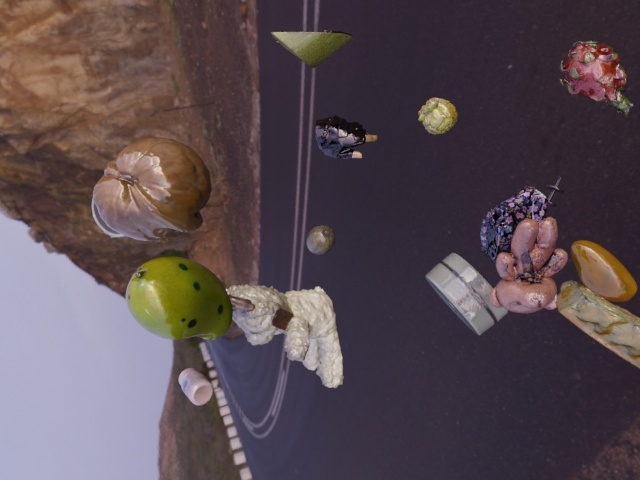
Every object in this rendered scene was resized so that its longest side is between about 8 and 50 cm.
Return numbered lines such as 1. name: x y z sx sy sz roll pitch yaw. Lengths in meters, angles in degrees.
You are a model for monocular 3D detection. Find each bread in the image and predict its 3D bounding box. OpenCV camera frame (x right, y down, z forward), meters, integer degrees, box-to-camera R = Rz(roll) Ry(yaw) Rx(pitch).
1. bread: 0.521 0.156 0.779 0.087 0.232 0.128 -63 -10 13

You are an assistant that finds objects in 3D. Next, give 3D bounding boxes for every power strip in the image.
1. power strip: 0.606 0.218 1.931 0.357 0.161 0.357 49 -177 -3

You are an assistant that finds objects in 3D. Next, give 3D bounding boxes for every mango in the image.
1. mango: 0.922 0.103 1.516 0.253 0.113 0.138 48 149 2
2. mango: -0.289 0.134 0.994 0.293 0.143 0.175 44 -131 -57

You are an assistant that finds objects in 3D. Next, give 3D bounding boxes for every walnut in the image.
1. walnut: -0.437 -0.132 1.243 0.285 0.296 0.285 38 -174 -4

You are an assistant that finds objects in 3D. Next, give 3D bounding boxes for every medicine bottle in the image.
1. medicine bottle: -0.267 0.309 0.976 0.089 0.052 0.052 16 120 53

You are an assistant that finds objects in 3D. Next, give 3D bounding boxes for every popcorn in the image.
1. popcorn: 0.443 -0.468 1.713 0.136 0.141 0.162 25 152 32

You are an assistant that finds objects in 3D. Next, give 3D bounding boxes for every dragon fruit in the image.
1. dragon fruit: 0.735 -0.422 1.210 0.135 0.236 0.137 -42 12 33

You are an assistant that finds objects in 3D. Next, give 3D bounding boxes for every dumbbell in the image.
1. dumbbell: 0.847 -0.165 1.680 0.147 0.069 0.069 -67 25 10

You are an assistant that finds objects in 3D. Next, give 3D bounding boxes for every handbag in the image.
1. handbag: 0.600 -0.044 1.440 0.126 0.208 0.228 -127 20 -49

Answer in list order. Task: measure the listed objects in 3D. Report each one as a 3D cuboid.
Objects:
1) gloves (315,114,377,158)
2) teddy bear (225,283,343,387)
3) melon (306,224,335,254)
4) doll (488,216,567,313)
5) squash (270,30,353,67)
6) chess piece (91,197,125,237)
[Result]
1. gloves: 0.094 -0.361 1.595 0.124 0.204 0.164 10 -106 -71
2. teddy bear: -0.139 0.282 1.354 0.327 0.362 0.375 26 122 56
3. melon: 0.000 0.000 1.593 0.130 0.098 0.098 -55 50 55
4. doll: 0.580 0.088 1.249 0.156 0.201 0.303 -88 -7 -55
5. squash: -0.022 -0.630 1.434 0.204 0.155 0.237 37 -164 -4
6. chess piece: -0.573 -0.128 1.496 0.298 0.176 0.175 -39 -58 -62
